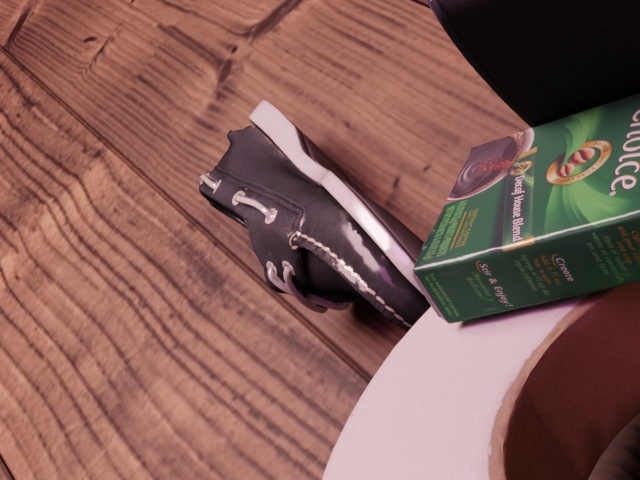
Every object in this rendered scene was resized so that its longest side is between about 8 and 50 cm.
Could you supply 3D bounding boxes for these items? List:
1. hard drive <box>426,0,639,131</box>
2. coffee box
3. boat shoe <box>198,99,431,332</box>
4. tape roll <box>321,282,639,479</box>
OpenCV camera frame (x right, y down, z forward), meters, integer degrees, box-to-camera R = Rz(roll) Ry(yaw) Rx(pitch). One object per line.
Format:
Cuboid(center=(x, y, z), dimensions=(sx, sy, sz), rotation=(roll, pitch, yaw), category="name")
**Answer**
Cuboid(center=(0.174, -0.097, 0.639), dimensions=(0.172, 0.255, 0.054), rotation=(-16, 59, 35), category="hard drive")
Cuboid(center=(0.142, -0.026, 0.599), dimensions=(0.184, 0.040, 0.113), rotation=(-15, 30, 37), category="coffee box")
Cuboid(center=(0.000, 0.000, 0.845), dimensions=(0.091, 0.114, 0.302), rotation=(-47, 27, 3), category="boat shoe")
Cuboid(center=(0.174, 0.077, 0.504), dimensions=(0.392, 0.072, 0.392), rotation=(-27, 25, 14), category="tape roll")
